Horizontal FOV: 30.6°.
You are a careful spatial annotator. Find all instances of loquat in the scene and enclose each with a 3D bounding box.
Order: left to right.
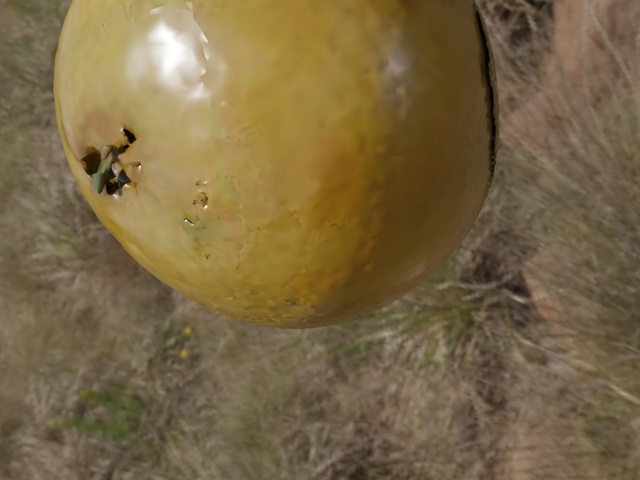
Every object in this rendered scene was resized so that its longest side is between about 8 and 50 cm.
[{"bbox_3d":[-0.019,-0.080,0.665,0.263,0.263,0.263,-30,49,41],"label":"loquat"}]
